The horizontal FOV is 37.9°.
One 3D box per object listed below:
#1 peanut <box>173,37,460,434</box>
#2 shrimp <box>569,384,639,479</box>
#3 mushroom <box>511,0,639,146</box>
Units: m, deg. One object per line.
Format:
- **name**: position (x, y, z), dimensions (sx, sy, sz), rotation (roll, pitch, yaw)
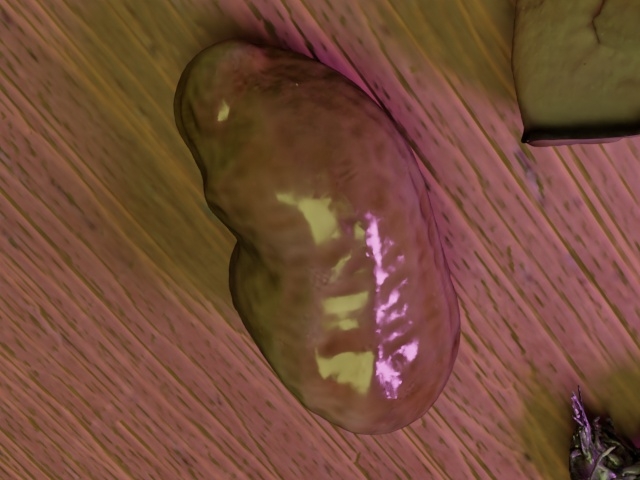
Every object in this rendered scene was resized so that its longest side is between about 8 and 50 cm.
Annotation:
- **peanut**: position (0.000, 0.000, 0.542), dimensions (0.137, 0.122, 0.253), rotation (-6, 117, 21)
- **shrimp**: position (0.206, 0.163, 0.648), dimensions (0.065, 0.056, 0.165), rotation (-7, 130, 30)
- **mushroom**: position (0.226, -0.120, 0.449), dimensions (0.162, 0.173, 0.236), rotation (12, 174, -42)
